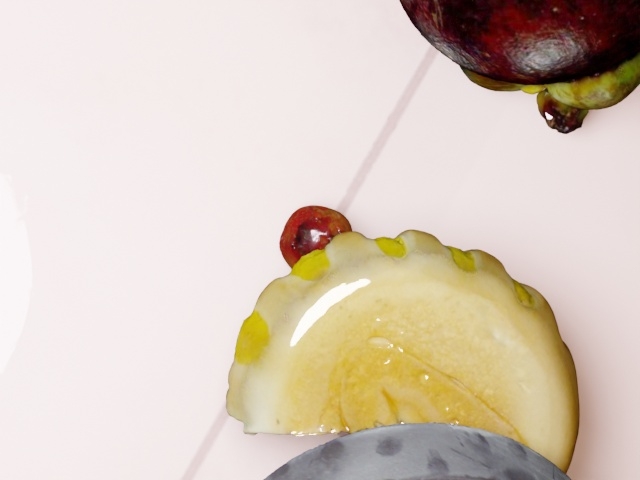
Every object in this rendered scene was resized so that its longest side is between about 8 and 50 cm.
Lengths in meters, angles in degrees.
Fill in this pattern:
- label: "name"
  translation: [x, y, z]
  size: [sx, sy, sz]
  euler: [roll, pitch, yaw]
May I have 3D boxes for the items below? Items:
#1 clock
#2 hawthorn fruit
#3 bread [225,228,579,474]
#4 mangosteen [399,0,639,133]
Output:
- label: "clock"
  translation: [0.080, 0.341, 1.647]
  size: [0.386, 0.076, 0.386]
  euler: [-3, 120, -6]
- label: "hawthorn fruit"
  translation: [-0.003, 0.000, 1.744]
  size: [0.077, 0.077, 0.077]
  euler: [1, 86, -16]
- label: "bread"
  translation: [0.083, 0.140, 1.706]
  size: [0.333, 0.160, 0.333]
  euler: [-1, 101, -7]
- label: "mangosteen"
  translation: [0.223, -0.277, 1.715]
  size: [0.330, 0.330, 0.330]
  euler: [1, 86, -16]
